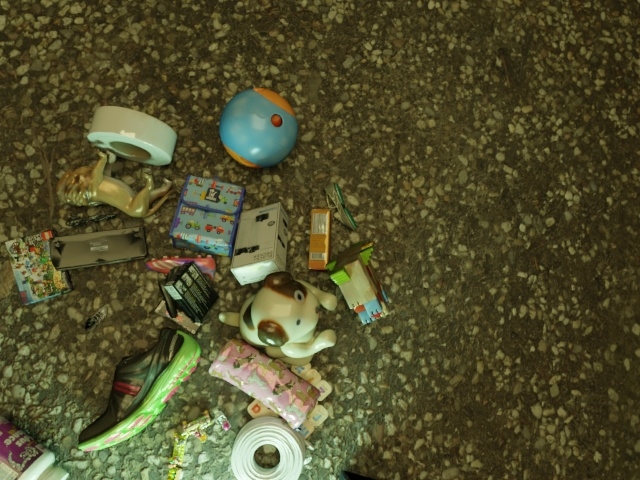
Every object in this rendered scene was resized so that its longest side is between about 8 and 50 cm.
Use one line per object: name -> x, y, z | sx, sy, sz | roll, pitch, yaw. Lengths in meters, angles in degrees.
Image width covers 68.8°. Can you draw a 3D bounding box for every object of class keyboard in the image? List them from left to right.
keyboard -> -0.800, -0.008, 1.682 | 0.317, 0.033, 0.201 | -8, 79, -20

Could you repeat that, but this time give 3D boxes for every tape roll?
tape roll -> -0.661, -0.364, 1.656 | 0.287, 0.286, 0.100 | 11, 79, -7

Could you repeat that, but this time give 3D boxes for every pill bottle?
pill bottle -> -0.970, 0.712, 1.486 | 0.302, 0.169, 0.169 | 37, 77, -2

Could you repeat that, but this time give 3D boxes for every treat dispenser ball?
treat dispenser ball -> -0.227, -0.412, 1.724 | 0.289, 0.288, 0.288 | 1, 80, -8

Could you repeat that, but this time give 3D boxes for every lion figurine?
lion figurine -> -0.730, -0.172, 1.685 | 0.392, 0.142, 0.240 | 27, 99, -9

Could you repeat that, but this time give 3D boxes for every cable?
cable -> -0.181, 0.748, 1.624 | 0.257, 0.089, 0.257 | -45, 90, -2

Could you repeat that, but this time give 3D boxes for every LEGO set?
LEGO set -> -0.448, 0.696, 1.597 | 0.132, 0.107, 0.287 | 44, 77, 1

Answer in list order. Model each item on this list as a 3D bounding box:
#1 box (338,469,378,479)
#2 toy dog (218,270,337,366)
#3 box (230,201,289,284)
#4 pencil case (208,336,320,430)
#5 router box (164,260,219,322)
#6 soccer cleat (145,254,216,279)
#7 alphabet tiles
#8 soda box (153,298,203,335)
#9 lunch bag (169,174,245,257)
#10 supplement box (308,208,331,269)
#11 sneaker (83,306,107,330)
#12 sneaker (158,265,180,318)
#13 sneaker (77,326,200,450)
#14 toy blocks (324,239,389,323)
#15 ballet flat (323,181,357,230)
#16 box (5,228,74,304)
box -> 0.247, 1.098, 1.537 | 0.480, 0.297, 0.471 | 19, 77, -5
toy dog -> -0.129, 0.237, 1.557 | 0.396, 0.408, 0.284 | 19, 71, -5
box -> -0.208, 0.006, 1.657 | 0.169, 0.087, 0.289 | -13, 44, 14
pencil case -> -0.195, 0.489, 1.617 | 0.386, 0.160, 0.167 | 32, 82, 7
router box -> -0.448, 0.181, 1.643 | 0.178, 0.046, 0.133 | 62, 38, -27
soccer cleat -> -0.508, 0.103, 1.705 | 0.248, 0.083, 0.095 | -3, 86, -12
alphabet tiles -> -0.111, 0.579, 1.709 | 0.278, 0.021, 0.284 | -42, 89, -11
soda box -> -0.509, 0.276, 1.683 | 0.169, 0.060, 0.053 | 33, 79, -3
lunch bag -> -0.411, -0.107, 1.745 | 0.221, 0.138, 0.293 | 10, 67, -6
supplement box -> 0.000, 0.000, 1.792 | 0.080, 0.078, 0.233 | 4, 79, 7
sneaker -> -0.790, 0.276, 1.636 | 0.038, 0.069, 0.098 | 33, 78, -2
sneaker -> -0.511, 0.181, 1.643 | 0.089, 0.051, 0.170 | -21, 95, -32
sneaker -> -0.625, 0.501, 1.593 | 0.202, 0.185, 0.483 | 38, 73, 18
toy blocks -> 0.155, 0.170, 1.677 | 0.191, 0.381, 0.260 | -25, 96, 12
ballet flat -> 0.074, -0.125, 1.843 | 0.068, 0.072, 0.213 | -25, 84, 16
box -> -0.992, 0.092, 1.650 | 0.159, 0.044, 0.233 | -19, 84, -11
